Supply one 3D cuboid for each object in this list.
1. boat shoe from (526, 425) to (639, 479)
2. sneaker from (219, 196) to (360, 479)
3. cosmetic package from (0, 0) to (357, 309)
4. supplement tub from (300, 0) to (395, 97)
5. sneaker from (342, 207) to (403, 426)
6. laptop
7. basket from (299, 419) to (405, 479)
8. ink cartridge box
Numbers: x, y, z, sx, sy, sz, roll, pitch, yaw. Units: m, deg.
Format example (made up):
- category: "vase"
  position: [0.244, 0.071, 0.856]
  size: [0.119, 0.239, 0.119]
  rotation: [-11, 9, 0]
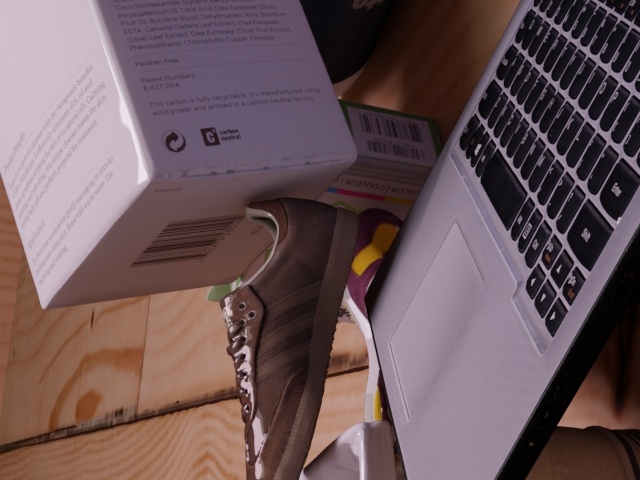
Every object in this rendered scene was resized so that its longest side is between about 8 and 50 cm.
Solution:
- category: "boat shoe"
  position: [0.049, 0.249, 0.814]
  size: [0.136, 0.156, 0.367]
  rotation: [-113, 36, -59]
- category: "sneaker"
  position: [-0.029, 0.064, 0.971]
  size: [0.066, 0.071, 0.188]
  rotation: [103, 180, -67]
- category: "cosmetic package"
  position: [-0.137, -0.164, 1.080]
  size: [0.197, 0.155, 0.366]
  rotation: [-42, 62, 52]
- category: "supplement tub"
  position: [-0.029, -0.218, 1.221]
  size: [0.191, 0.191, 0.272]
  rotation: [-98, 25, -42]
- category: "sneaker"
  position: [0.062, 0.046, 1.035]
  size: [0.084, 0.069, 0.186]
  rotation: [-49, 42, 44]
- category: "laptop"
  position: [0.036, -0.130, 0.770]
  size: [0.408, 0.236, 0.382]
  rotation: [-62, 9, 13]
- category: "basket"
  position: [0.041, 0.185, 0.957]
  size: [0.167, 0.103, 0.113]
  rotation: [128, 146, -57]
- category: "ink cartridge box"
  position: [0.000, 0.000, 1.159]
  size: [0.062, 0.109, 0.209]
  rotation: [-99, 25, -45]
